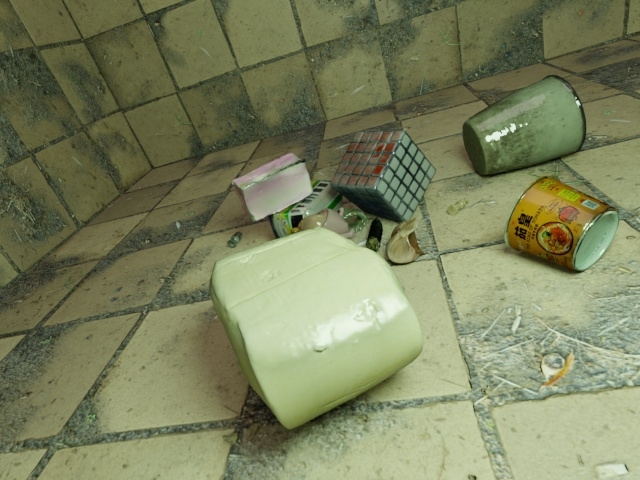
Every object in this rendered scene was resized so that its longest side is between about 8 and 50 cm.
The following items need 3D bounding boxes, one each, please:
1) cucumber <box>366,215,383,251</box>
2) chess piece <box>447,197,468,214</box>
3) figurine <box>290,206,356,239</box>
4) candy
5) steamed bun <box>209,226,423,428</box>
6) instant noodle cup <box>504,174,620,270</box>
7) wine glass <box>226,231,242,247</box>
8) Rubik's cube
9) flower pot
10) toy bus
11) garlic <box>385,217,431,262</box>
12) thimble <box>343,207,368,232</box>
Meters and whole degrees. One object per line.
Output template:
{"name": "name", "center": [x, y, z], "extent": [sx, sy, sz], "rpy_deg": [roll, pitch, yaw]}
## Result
{"name": "cucumber", "center": [0.185, -0.023, 1.353], "extent": [0.053, 0.053, 0.181], "rpy_deg": [-8, 28, 18]}
{"name": "chess piece", "center": [0.476, -0.121, 1.371], "extent": [0.092, 0.035, 0.035], "rpy_deg": [-32, 31, -30]}
{"name": "figurine", "center": [0.000, 0.000, 1.305], "extent": [0.176, 0.186, 0.287], "rpy_deg": [-31, 33, 43]}
{"name": "candy", "center": [-0.166, -0.191, 1.442], "extent": [0.265, 0.155, 0.116], "rpy_deg": [-31, 38, -18]}
{"name": "steamed bun", "center": [-0.019, 0.172, 0.891], "extent": [0.372, 0.289, 0.456], "rpy_deg": [-21, 30, -15]}
{"name": "instant noodle cup", "center": [0.595, -0.035, 0.986], "extent": [0.216, 0.215, 0.172], "rpy_deg": [-29, 39, -18]}
{"name": "wine glass", "center": [-0.348, -0.005, 1.650], "extent": [0.042, 0.038, 0.083], "rpy_deg": [-9, 26, 21]}
{"name": "Rubik's cube", "center": [0.222, -0.227, 1.416], "extent": [0.237, 0.237, 0.238], "rpy_deg": [20, 79, 51]}
{"name": "flower pot", "center": [0.717, -0.391, 1.461], "extent": [0.331, 0.293, 0.293], "rpy_deg": [-22, 28, 9]}
{"name": "toy bus", "center": [-0.045, -0.114, 1.549], "extent": [0.179, 0.143, 0.305], "rpy_deg": [3, 34, 32]}
{"name": "garlic", "center": [0.263, 0.000, 1.232], "extent": [0.124, 0.099, 0.174], "rpy_deg": [-26, 18, 29]}
{"name": "thimble", "center": [0.112, -0.074, 1.445], "extent": [0.110, 0.084, 0.062], "rpy_deg": [-21, 29, -11]}
